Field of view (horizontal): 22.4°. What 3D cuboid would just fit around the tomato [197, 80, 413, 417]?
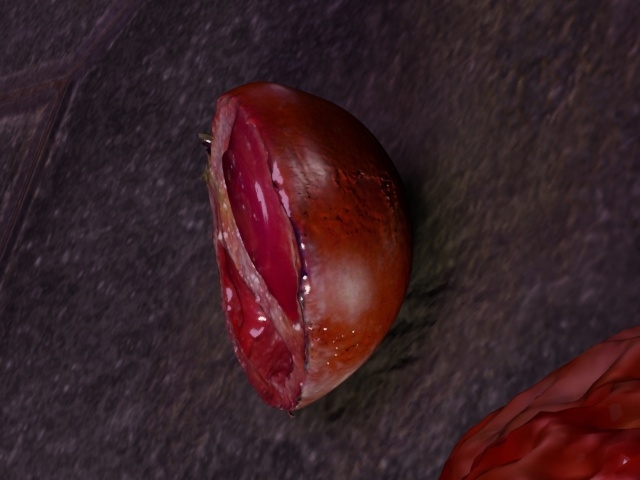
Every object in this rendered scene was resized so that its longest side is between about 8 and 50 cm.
[{"bbox_3d":[0.000,0.000,0.901,0.189,0.099,0.173,96,155,-50],"label":"tomato"}]

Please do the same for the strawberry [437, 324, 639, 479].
[{"bbox_3d":[0.144,0.135,0.427,0.310,0.292,0.291,-54,32,23],"label":"strawberry"}]
